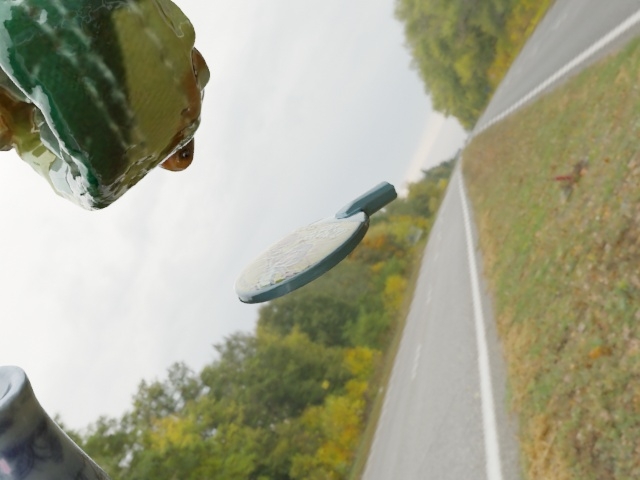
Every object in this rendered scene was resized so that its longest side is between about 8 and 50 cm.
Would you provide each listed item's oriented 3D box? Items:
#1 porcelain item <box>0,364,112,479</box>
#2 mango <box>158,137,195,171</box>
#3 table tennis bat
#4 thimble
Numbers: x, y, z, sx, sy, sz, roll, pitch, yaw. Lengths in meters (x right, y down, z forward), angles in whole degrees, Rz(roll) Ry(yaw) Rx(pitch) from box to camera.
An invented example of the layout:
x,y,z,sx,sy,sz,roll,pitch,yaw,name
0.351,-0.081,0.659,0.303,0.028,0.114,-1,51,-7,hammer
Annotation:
x,y,z,sx,sy,sz,roll,pitch,yaw,name
-0.286,0.253,0.816,0.141,0.141,0.259,-55,-44,-53,porcelain item
-0.295,-0.235,1.400,0.111,0.267,0.133,-10,-18,-32,mango
0.000,0.000,1.271,0.329,0.044,0.215,-38,18,-30,table tennis bat
-0.242,-0.165,0.771,0.167,0.254,0.288,-44,8,-23,thimble
